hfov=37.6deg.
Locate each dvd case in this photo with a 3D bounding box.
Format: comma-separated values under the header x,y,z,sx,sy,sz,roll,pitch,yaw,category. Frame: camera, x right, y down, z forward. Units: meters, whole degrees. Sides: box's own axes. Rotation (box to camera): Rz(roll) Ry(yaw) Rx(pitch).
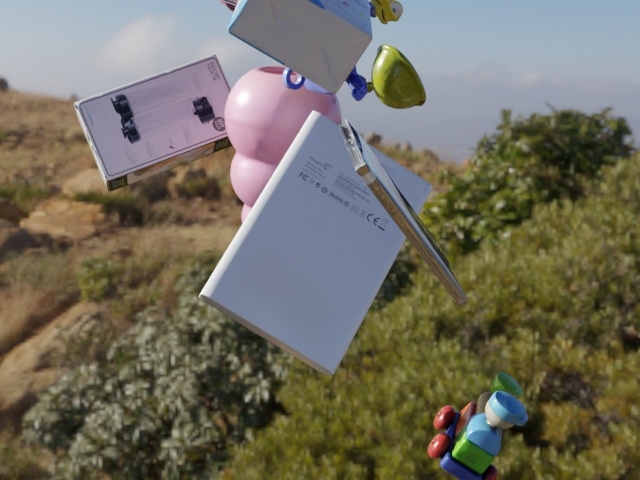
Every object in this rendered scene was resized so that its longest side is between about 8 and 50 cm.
x,y,z,sx,sy,sz,roll,pitch,yaw,category
0.099,-0.037,1.140,0.018,0.221,0.164,-35,24,10,dvd case

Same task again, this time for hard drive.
x,y,z,sx,sy,sz,roll,pitch,yaw,category
0.000,0.000,1.463,0.233,0.353,0.047,32,-21,-6,hard drive

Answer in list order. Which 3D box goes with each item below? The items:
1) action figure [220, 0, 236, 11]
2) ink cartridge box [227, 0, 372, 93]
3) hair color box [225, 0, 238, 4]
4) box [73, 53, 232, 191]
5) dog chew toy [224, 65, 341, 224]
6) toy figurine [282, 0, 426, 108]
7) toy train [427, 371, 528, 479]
x,y,z,sx,sy,sz,roll,pitch,yaw,category
-0.246,-0.579,2.006,0.276,0.248,0.370,-14,-19,28,action figure
-0.015,-0.206,0.827,0.104,0.061,0.181,29,24,-14,ink cartridge box
-0.159,-0.523,1.710,0.347,0.173,0.105,11,14,-43,hair color box
-0.306,-0.227,1.810,0.290,0.169,0.087,-23,-6,-14,box
-0.072,-0.138,1.677,0.207,0.331,0.206,4,18,-1,dog chew toy
0.005,-0.296,1.491,0.191,0.362,0.217,13,55,41,toy figurine
0.254,0.258,1.440,0.105,0.143,0.248,34,21,1,toy train
